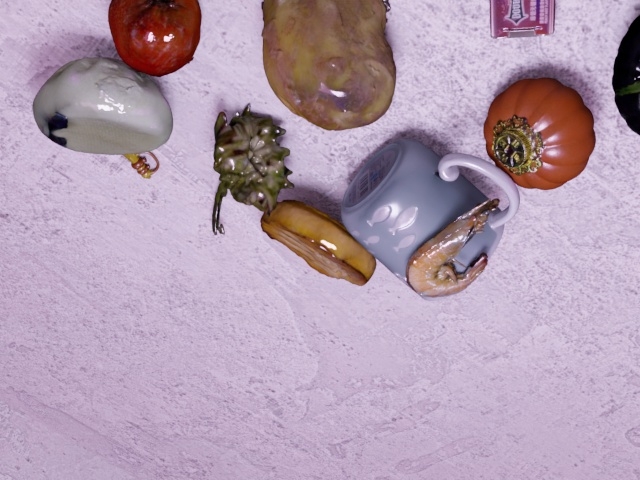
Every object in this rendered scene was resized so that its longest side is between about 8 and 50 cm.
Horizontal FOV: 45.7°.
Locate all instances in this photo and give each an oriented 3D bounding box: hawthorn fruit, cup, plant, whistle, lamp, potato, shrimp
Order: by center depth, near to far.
[{"bbox_3d":[0.002,-0.333,1.429,0.288,0.237,0.301,9,132,6],"label":"potato"},{"bbox_3d":[0.422,-0.206,1.473,0.223,0.196,0.223,30,134,36],"label":"lamp"},{"bbox_3d":[0.275,0.020,1.489,0.143,0.052,0.251,31,119,-25],"label":"shrimp"},{"bbox_3d":[-0.319,-0.408,1.491,0.185,0.185,0.202,18,150,-3],"label":"hawthorn fruit"},{"bbox_3d":[0.232,-0.072,1.580,0.274,0.259,0.356,38,140,-17],"label":"cup"},{"bbox_3d":[-0.215,-0.153,1.704,0.180,0.251,0.333,0,170,-41],"label":"plant"},{"bbox_3d":[-0.428,-0.194,1.803,0.046,0.057,0.109,32,167,51],"label":"whistle"}]

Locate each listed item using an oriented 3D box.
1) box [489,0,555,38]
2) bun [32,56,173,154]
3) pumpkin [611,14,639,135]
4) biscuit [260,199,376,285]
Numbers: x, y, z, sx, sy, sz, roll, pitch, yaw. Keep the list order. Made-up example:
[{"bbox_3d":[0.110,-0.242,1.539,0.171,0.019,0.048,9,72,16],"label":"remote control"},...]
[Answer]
[{"bbox_3d":[0.355,-0.472,1.335,0.120,0.069,0.224,-1,130,15],"label":"box"},{"bbox_3d":[-0.450,-0.299,1.596,0.293,0.187,0.293,0,170,0],"label":"bun"},{"bbox_3d":[0.667,-0.301,1.325,0.295,0.296,0.296,7,132,8],"label":"pumpkin"},{"bbox_3d":[0.000,0.000,1.747,0.296,0.102,0.296,31,171,5],"label":"biscuit"}]
